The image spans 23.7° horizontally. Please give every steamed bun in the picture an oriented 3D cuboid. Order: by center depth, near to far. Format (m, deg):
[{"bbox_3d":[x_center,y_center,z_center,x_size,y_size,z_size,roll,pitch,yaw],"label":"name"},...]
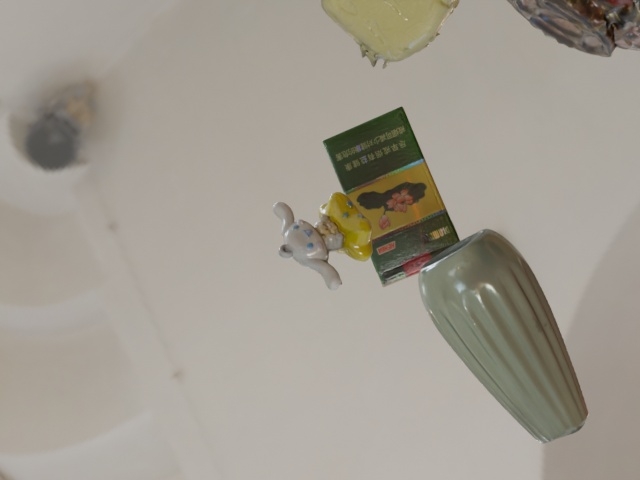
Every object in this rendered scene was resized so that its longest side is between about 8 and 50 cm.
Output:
[{"bbox_3d":[0.138,-0.463,2.737,0.232,0.273,0.166,34,-141,0],"label":"steamed bun"}]

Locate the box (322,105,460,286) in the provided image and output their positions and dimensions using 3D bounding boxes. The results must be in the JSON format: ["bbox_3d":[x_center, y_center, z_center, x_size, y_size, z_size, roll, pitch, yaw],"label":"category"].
[{"bbox_3d":[0.107,-0.063,2.236,0.034,0.132,0.235,21,-135,-83],"label":"box"}]

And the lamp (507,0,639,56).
[{"bbox_3d":[0.289,-0.310,1.441,0.303,0.257,0.303,31,177,2],"label":"lamp"}]

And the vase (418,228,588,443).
[{"bbox_3d":[0.214,0.114,1.725,0.248,0.128,0.128,58,-149,-4],"label":"vase"}]

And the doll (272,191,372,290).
[{"bbox_3d":[-0.004,-0.005,1.825,0.135,0.071,0.113,31,-128,19],"label":"doll"}]
